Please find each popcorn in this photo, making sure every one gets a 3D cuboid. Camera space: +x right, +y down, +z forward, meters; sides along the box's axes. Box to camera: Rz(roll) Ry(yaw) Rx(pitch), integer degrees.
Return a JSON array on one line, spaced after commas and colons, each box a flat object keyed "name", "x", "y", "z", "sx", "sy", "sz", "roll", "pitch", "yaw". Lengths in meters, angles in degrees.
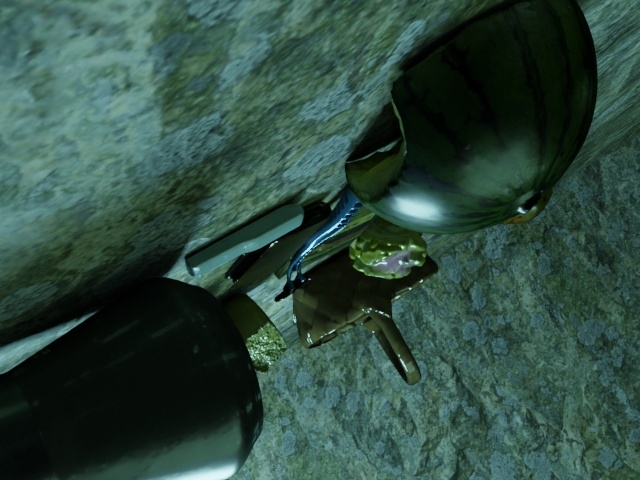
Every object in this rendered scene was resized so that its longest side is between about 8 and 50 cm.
[{"name": "popcorn", "x": 0.126, "y": 0.008, "z": 1.521, "sx": 0.145, "sy": 0.126, "sz": 0.126, "roll": -6, "pitch": 166, "yaw": 24}]

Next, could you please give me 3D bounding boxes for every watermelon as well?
[{"name": "watermelon", "x": 0.190, "y": -0.112, "z": 0.940, "sx": 0.331, "sy": 0.189, "sz": 0.331, "roll": -26, "pitch": 174, "yaw": -3}]

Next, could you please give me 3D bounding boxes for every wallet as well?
[{"name": "wallet", "x": -0.065, "y": 0.012, "z": 1.187, "sx": 0.110, "sy": 0.031, "sz": 0.198, "roll": -25, "pitch": 169, "yaw": -34}]

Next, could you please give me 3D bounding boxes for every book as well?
[{"name": "book", "x": 0.017, "y": -0.007, "z": 1.378, "sx": 0.160, "sy": 0.024, "sz": 0.228, "roll": -25, "pitch": 169, "yaw": -25}]

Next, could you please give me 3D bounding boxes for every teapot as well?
[{"name": "teapot", "x": -0.272, "y": 0.202, "z": 0.936, "sx": 0.344, "sy": 0.253, "sz": 0.300, "roll": -18, "pitch": 179, "yaw": -31}]

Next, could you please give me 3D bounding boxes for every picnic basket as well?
[{"name": "picnic basket", "x": 0.125, "y": 0.170, "z": 1.757, "sx": 0.337, "sy": 0.337, "sz": 0.293, "roll": -31, "pitch": 171, "yaw": -5}]

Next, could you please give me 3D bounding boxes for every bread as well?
[{"name": "bread", "x": -0.130, "y": 0.156, "z": 1.443, "sx": 0.086, "sy": 0.125, "sz": 0.156, "roll": -38, "pitch": 145, "yaw": -4}]

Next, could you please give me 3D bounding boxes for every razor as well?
[{"name": "razor", "x": 0.000, "y": 0.000, "z": 1.226, "sx": 0.082, "sy": 0.042, "sz": 0.253, "roll": -36, "pitch": 169, "yaw": -46}]

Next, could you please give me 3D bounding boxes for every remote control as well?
[{"name": "remote control", "x": -0.095, "y": 0.002, "z": 1.043, "sx": 0.162, "sy": 0.029, "sz": 0.061, "roll": -30, "pitch": 169, "yaw": -13}]

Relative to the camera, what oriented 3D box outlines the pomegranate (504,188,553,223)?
[{"name": "pomegranate", "x": 0.373, "y": -0.123, "z": 1.577, "sx": 0.159, "sy": 0.159, "sz": 0.205, "roll": -28, "pitch": 142, "yaw": -23}]
